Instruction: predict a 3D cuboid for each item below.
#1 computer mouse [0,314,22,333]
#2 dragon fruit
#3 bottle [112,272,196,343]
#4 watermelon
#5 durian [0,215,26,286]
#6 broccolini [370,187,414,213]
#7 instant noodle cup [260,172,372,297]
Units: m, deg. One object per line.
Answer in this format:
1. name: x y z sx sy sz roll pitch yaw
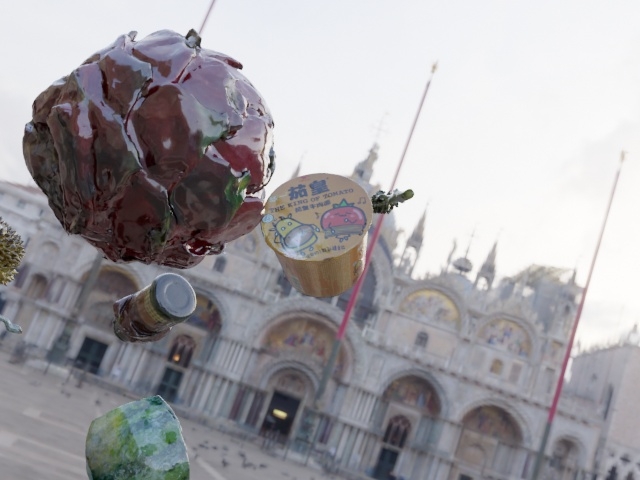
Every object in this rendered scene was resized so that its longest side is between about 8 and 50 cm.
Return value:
1. computer mouse: -0.682 0.104 1.308 0.379 0.090 0.167 37 16 -43
2. dragon fruit: -0.211 -0.114 0.995 0.329 0.329 0.329 19 -14 5
3. bottle: -0.451 0.191 1.989 0.156 0.143 0.271 43 -48 -19
4. watermelon: -0.397 0.520 1.738 0.223 0.305 0.180 -22 -20 -1
5. durian: -0.886 0.010 2.049 0.250 0.138 0.183 51 13 -35
6. broccolini: 0.170 -0.088 1.720 0.058 0.067 0.216 56 -14 -9
7. instant noodle cup: 0.000 0.000 1.498 0.215 0.216 0.172 16 -33 18
